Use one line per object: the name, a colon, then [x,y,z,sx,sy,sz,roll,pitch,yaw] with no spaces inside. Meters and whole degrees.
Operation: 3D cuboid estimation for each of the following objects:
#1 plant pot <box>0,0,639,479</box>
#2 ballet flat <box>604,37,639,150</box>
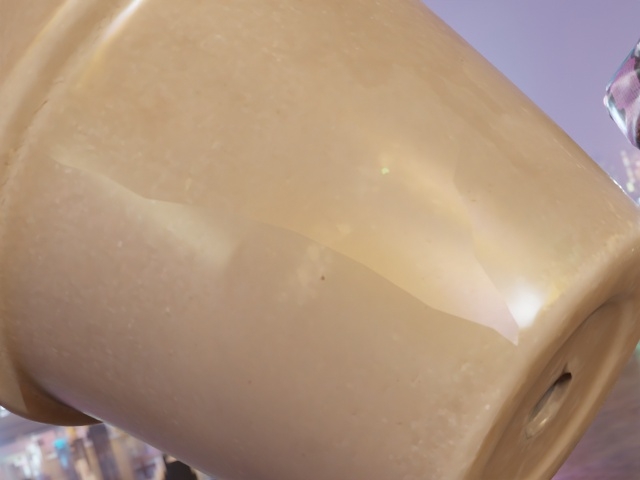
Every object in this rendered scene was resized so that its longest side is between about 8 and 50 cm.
plant pot: [0.000,0.000,0.450,0.263,0.229,0.263,-40,-32,-31]
ballet flat: [0.238,-0.128,0.713,0.077,0.079,0.221,-19,-27,-15]
